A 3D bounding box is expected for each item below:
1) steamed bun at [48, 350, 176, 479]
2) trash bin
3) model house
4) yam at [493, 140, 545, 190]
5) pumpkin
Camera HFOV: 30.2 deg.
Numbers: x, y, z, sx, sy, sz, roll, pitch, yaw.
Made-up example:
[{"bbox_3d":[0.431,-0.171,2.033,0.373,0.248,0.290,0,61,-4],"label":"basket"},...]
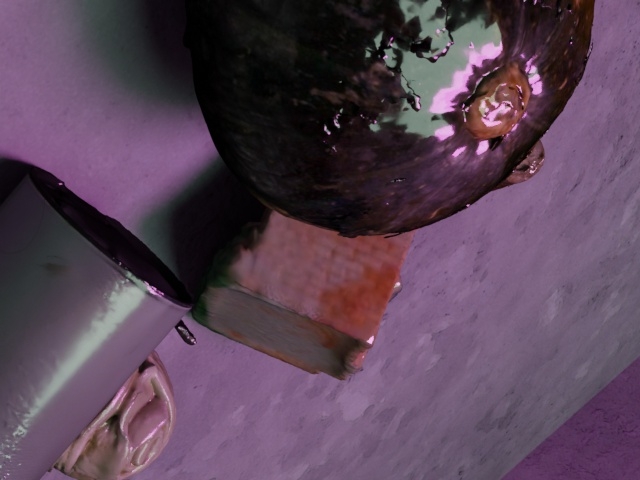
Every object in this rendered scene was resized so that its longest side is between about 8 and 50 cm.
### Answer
[{"bbox_3d":[-0.269,0.228,1.488,0.211,0.144,0.218,-40,149,-14],"label":"steamed bun"},{"bbox_3d":[-0.295,0.094,1.220,0.277,0.217,0.262,39,92,-27],"label":"trash bin"},{"bbox_3d":[0.000,0.000,1.531,0.312,0.245,0.280,125,-12,-71],"label":"model house"},{"bbox_3d":[0.209,-0.095,1.493,0.317,0.067,0.071,177,-85,-82],"label":"yam"},{"bbox_3d":[0.076,-0.213,1.197,0.454,0.344,0.454,-22,143,-18],"label":"pumpkin"}]
